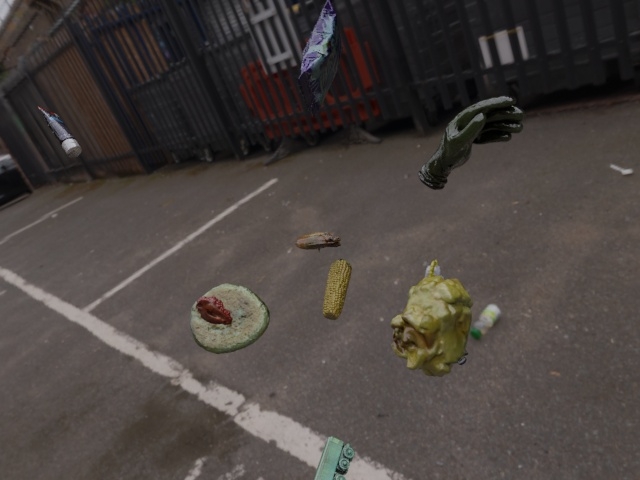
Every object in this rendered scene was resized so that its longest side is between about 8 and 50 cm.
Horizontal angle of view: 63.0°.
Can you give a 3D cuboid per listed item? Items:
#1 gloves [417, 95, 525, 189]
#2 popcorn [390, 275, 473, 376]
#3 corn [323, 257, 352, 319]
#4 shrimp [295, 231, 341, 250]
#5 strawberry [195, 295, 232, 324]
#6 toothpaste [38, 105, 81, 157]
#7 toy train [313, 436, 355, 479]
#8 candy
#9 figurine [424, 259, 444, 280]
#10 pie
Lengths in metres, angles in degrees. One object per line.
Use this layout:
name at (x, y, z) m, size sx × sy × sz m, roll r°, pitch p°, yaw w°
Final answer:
gloves at (0.314, -0.215, 1.127) m, size 0.135 × 0.107 × 0.268 m, roll -23°, pitch -12°, yaw -49°
popcorn at (0.321, 0.244, 1.479) m, size 0.215 × 0.287 × 0.252 m, roll 4°, pitch 3°, yaw 35°
corn at (0.063, 0.189, 2.051) m, size 0.091 × 0.091 × 0.260 m, roll 6°, pitch 52°, yaw 12°
shrimp at (0.000, 0.000, 2.097) m, size 0.150 × 0.068 × 0.248 m, roll -27°, pitch 21°, yaw -31°
strawberry at (-0.383, 0.255, 1.859) m, size 0.152 × 0.104 × 0.048 m, roll 26°, pitch 21°, yaw 11°
toothpaste at (-0.786, -0.332, 1.582) m, size 0.045 × 0.193 × 0.071 m, roll -43°, pitch -18°, yaw 11°
toy train at (0.027, 0.505, 1.141) m, size 0.070 × 0.038 × 0.148 m, roll 19°, pitch 38°, yaw 7°
candy at (0.004, -0.439, 1.242) m, size 0.070 × 0.145 × 0.275 m, roll 8°, pitch 68°, yaw 20°
figurine at (0.408, 0.158, 1.901) m, size 0.109 × 0.129 × 0.178 m, roll 13°, pitch 77°, yaw 33°
pie at (-0.366, 0.309, 2.059) m, size 0.322 × 0.071 × 0.323 m, roll -3°, pitch 54°, yaw 3°
